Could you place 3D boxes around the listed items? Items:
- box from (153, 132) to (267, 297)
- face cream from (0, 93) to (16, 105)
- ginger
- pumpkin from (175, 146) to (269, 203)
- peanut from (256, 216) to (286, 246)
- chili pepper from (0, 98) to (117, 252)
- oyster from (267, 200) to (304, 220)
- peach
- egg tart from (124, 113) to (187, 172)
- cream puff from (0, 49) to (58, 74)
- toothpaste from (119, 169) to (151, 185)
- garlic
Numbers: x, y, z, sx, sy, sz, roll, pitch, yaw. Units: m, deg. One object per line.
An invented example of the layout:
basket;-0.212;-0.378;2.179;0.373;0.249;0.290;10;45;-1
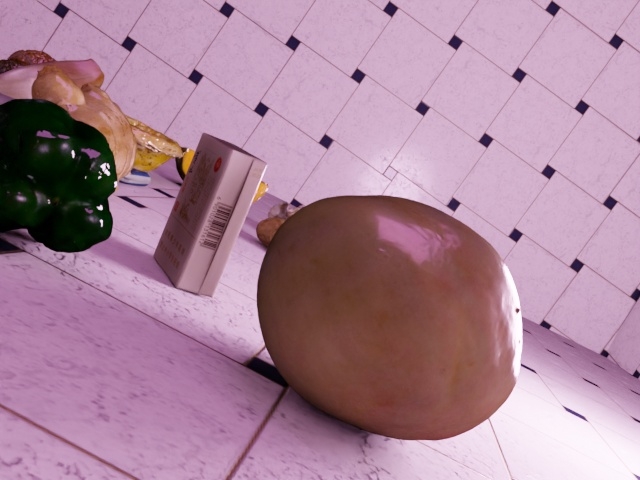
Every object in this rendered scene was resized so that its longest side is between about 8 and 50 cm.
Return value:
box;-0.157;-0.038;1.028;0.058;0.201;0.141;18;7;-30
face cream;-0.581;-0.226;1.378;0.143;0.089;0.314;-16;-25;35
ginger;-0.419;-0.197;1.295;0.166;0.236;0.375;-4;4;-9
pumpkin;-0.306;-0.159;2.125;0.278;0.111;0.163;23;-10;-13
peanut;-0.086;-0.003;1.694;0.089;0.089;0.193;23;2;-33
chili pepper;-0.332;-0.081;0.861;0.174;0.165;0.261;9;11;-30
oyster;-0.001;0.001;1.919;0.351;0.115;0.238;34;0;27
peach;0.071;0.083;0.788;0.292;0.247;0.292;51;-6;7
egg tart;-0.508;-0.257;1.917;0.315;0.120;0.315;24;6;-3
cream puff;-0.796;-0.420;1.951;0.183;0.183;0.169;28;18;23
toothpaste;-0.425;-0.141;1.652;0.057;0.034;0.197;11;4;11
garlic;-0.685;-0.389;1.903;0.112;0.143;0.318;-7;16;36
